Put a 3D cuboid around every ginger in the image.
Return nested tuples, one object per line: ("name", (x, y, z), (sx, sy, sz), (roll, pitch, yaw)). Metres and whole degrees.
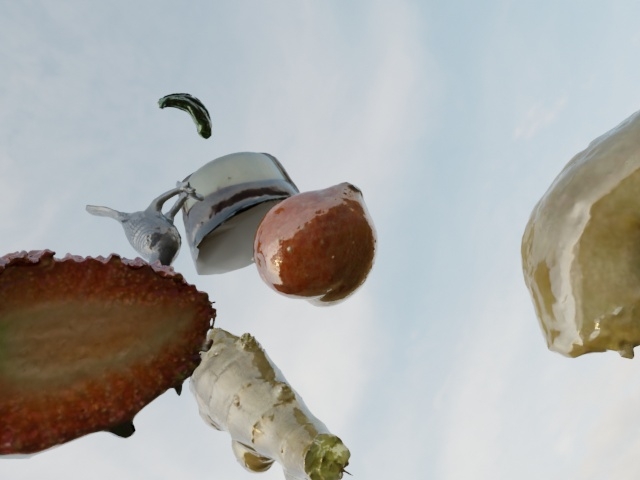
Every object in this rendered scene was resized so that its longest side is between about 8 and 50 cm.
("ginger", (-0.106, 0.307, 1.121), (0.166, 0.375, 0.236), (15, -68, -33))
("ginger", (0.258, -0.025, 0.545), (0.267, 0.152, 0.138), (-61, -26, 9))

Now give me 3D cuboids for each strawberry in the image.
("strawberry", (-0.286, 0.129, 0.819), (0.306, 0.138, 0.233), (3, -94, -34))

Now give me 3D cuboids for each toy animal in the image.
("toy animal", (-0.307, -0.032, 1.279), (0.206, 0.367, 0.081), (-45, -41, 1))

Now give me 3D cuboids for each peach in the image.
("peach", (0.000, 0.000, 1.197), (0.232, 0.232, 0.232), (-22, -51, -31))

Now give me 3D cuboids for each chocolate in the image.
("chocolate", (-0.189, -0.074, 1.496), (0.284, 0.186, 0.283), (-29, -21, -13))

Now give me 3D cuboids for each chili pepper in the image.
("chili pepper", (-0.228, -0.227, 1.214), (0.118, 0.035, 0.055), (34, -107, -44))
